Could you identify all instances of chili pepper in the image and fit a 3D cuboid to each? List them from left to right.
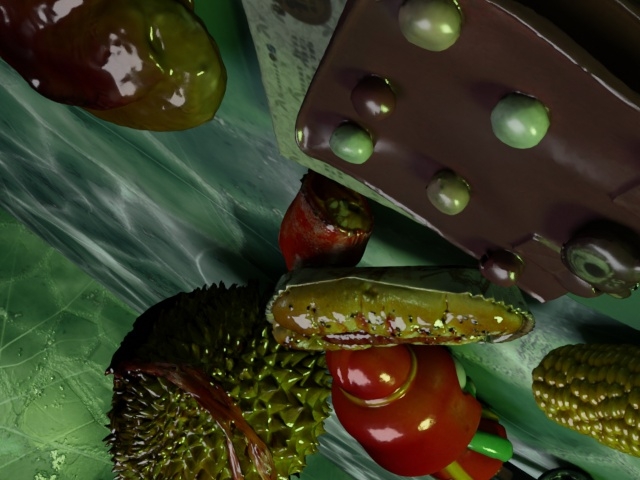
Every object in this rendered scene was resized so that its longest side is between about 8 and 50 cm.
[{"bbox_3d":[0.000,0.000,0.748,0.084,0.086,0.192,9,152,-8],"label":"chili pepper"}]

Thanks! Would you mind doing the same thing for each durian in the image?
[{"bbox_3d":[-0.153,0.231,1.105,0.348,0.384,0.347,22,162,8],"label":"durian"}]

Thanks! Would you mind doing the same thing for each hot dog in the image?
[{"bbox_3d":[0.067,0.065,0.688,0.253,0.069,0.131,-3,157,19],"label":"hot dog"}]

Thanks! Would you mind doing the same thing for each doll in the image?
[{"bbox_3d":[0.106,0.201,0.935,0.183,0.160,0.363,16,153,48],"label":"doll"}]

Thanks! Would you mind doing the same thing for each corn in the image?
[{"bbox_3d":[0.292,0.132,0.547,0.101,0.101,0.310,42,160,-19],"label":"corn"}]

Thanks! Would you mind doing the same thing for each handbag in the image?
[{"bbox_3d":[0.097,-0.051,0.388,0.216,0.074,0.203,36,160,-2],"label":"handbag"}]

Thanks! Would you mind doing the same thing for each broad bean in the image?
[{"bbox_3d":[-0.170,-0.170,0.580,0.229,0.122,0.156,26,142,10],"label":"broad bean"}]

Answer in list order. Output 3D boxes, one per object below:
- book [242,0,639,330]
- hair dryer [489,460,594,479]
[{"bbox_3d":[0.111,-0.063,0.490,0.380,0.031,0.264,28,159,20],"label":"book"},{"bbox_3d":[0.282,0.364,1.144,0.352,0.107,0.189,25,157,44],"label":"hair dryer"}]
